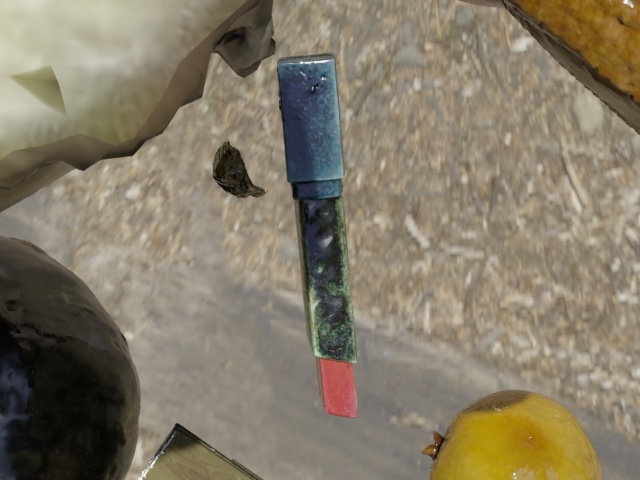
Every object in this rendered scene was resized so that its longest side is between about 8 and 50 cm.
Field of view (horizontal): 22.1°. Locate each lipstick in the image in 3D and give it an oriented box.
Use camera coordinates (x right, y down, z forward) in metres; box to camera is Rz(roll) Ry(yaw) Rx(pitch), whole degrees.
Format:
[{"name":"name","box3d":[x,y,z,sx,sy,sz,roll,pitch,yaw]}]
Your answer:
[{"name":"lipstick","box3d":[0.000,0.000,1.393,0.051,0.051,0.312,-5,102,-1]}]

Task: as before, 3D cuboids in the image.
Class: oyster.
[{"name":"oyster","box3d":[-0.086,-0.068,1.618,0.051,0.034,0.093,18,152,40]}]

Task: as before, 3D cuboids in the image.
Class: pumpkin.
[{"name":"pumpkin","box3d":[-0.427,0.208,1.919,0.454,0.344,0.454,-3,82,20]}]

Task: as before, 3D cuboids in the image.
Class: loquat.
[{"name":"loquat","box3d":[0.219,0.278,1.885,0.208,0.208,0.208,2,111,4]}]

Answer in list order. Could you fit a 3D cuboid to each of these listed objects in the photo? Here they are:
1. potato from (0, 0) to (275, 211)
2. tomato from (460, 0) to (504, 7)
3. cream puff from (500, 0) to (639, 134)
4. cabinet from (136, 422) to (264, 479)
[{"name":"potato","box3d":[-0.167,-0.211,0.549,0.385,0.319,0.442,22,82,-13]},{"name":"tomato","box3d":[0.138,-0.306,1.190,0.270,0.227,0.270,-11,68,28]},{"name":"cream puff","box3d":[0.208,-0.168,0.887,0.303,0.303,0.212,38,108,-10]},{"name":"cabinet","box3d":[-0.090,0.280,1.250,0.148,0.175,0.215,31,81,19]}]
